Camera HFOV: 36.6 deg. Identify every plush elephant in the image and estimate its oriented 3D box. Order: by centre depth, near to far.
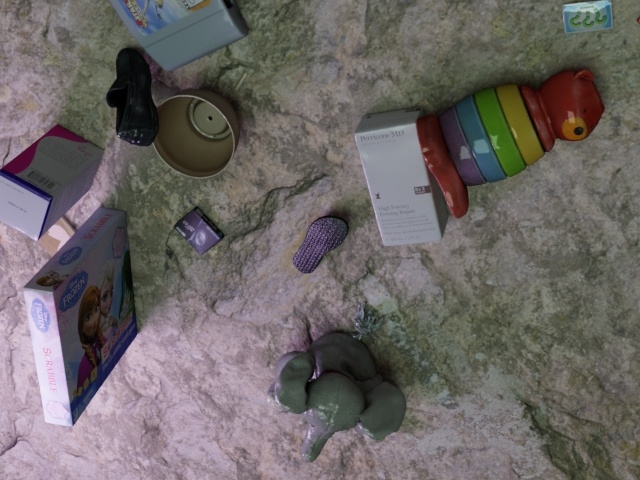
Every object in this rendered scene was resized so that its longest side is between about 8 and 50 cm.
[{"bbox_3d":[0.025,0.315,1.911,0.272,0.255,0.330,23,123,3],"label":"plush elephant"}]

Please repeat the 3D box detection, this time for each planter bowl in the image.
[{"bbox_3d":[-0.216,-0.209,1.769,0.162,0.109,0.162,7,121,13],"label":"planter bowl"}]

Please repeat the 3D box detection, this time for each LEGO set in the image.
[{"bbox_3d":[0.487,-0.402,1.468,0.244,0.060,0.182,-2,122,18],"label":"LEGO set"}]

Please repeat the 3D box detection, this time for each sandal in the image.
[{"bbox_3d":[0.000,0.000,1.871,0.067,0.040,0.179,39,138,-1],"label":"sandal"}]

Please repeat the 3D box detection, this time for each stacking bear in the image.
[{"bbox_3d":[0.319,-0.184,1.589,0.289,0.164,0.175,-21,129,15],"label":"stacking bear"}]

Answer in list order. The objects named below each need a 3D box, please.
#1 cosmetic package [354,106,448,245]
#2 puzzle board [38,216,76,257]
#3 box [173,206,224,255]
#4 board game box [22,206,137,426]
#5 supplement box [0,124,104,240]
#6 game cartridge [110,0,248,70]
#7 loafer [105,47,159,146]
[{"bbox_3d":[0.147,-0.112,1.727,0.117,0.085,0.231,-8,118,21],"label":"cosmetic package"},{"bbox_3d":[-0.571,-0.027,2.046,0.096,0.011,0.128,-29,107,30],"label":"puzzle board"},{"bbox_3d":[-0.244,-0.019,1.943,0.067,0.018,0.083,-35,105,30],"label":"box"},{"bbox_3d":[-0.467,0.146,1.932,0.066,0.318,0.318,8,122,11],"label":"board game box"},{"bbox_3d":[-0.523,-0.114,1.855,0.111,0.220,0.114,29,125,0],"label":"supplement box"},{"bbox_3d":[-0.276,-0.450,1.682,0.198,0.062,0.297,-21,111,22],"label":"game cartridge"},{"bbox_3d":[-0.342,-0.262,1.722,0.078,0.223,0.076,7,140,-31],"label":"loafer"}]
